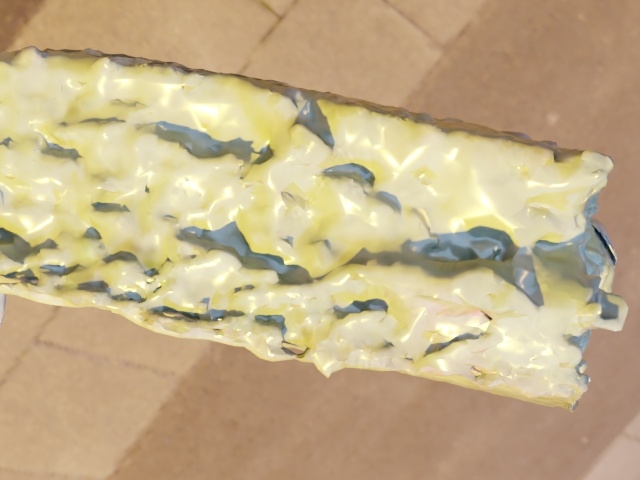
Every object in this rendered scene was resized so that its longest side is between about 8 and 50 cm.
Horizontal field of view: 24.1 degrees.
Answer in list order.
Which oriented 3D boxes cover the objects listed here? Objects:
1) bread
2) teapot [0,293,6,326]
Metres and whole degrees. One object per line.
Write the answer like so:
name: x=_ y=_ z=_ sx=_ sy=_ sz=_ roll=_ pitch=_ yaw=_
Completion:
bread: x=0.000 y=0.000 z=0.366 sx=0.232 sy=0.172 sz=0.064 roll=12 pitch=86 yaw=-36
teapot: x=-0.235 y=0.013 z=0.670 sx=0.178 sy=0.222 sz=0.163 roll=-27 pitch=103 yaw=-44
